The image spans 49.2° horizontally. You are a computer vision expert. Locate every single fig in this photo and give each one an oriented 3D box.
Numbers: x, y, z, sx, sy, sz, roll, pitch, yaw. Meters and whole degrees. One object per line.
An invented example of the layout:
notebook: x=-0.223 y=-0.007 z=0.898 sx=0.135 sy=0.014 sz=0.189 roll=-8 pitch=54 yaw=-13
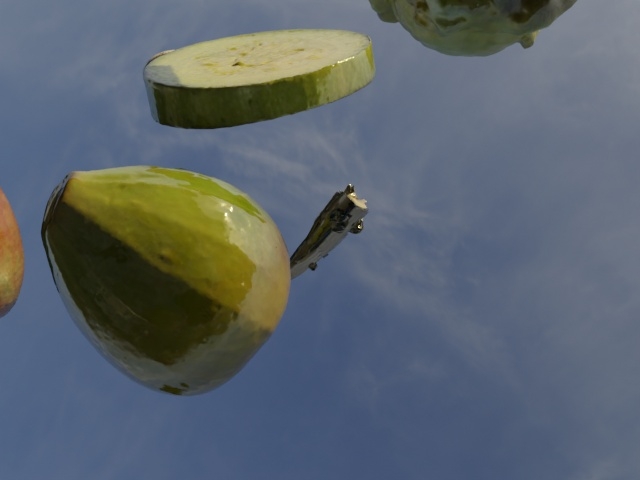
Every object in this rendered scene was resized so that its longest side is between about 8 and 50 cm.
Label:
fig: x=-0.143 y=0.025 z=0.661 sx=0.230 sy=0.207 sz=0.207 roll=40 pitch=-88 yaw=-1

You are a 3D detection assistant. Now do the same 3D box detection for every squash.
squash: x=-0.065 y=-0.183 z=0.754 sx=0.252 sy=0.252 sz=0.049 roll=5 pitch=-61 yaw=26

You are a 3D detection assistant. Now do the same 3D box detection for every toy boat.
toy boat: x=0.000 y=0.000 z=1.169 sx=0.210 sy=0.084 sz=0.066 roll=-47 pitch=-115 yaw=18

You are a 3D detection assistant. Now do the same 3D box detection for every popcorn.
popcorn: x=0.227 y=-0.415 z=1.023 sx=0.312 sy=0.312 sz=0.312 roll=-8 pitch=-111 yaw=22

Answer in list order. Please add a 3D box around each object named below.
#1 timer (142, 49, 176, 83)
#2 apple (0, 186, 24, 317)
timer: x=-0.294 y=-0.331 z=1.439 sx=0.136 sy=0.099 sz=0.136 roll=-7 pitch=-140 yaw=6
apple: x=-0.564 y=-0.012 z=0.973 sx=0.254 sy=0.346 sz=0.179 roll=-35 pitch=-164 yaw=-20
